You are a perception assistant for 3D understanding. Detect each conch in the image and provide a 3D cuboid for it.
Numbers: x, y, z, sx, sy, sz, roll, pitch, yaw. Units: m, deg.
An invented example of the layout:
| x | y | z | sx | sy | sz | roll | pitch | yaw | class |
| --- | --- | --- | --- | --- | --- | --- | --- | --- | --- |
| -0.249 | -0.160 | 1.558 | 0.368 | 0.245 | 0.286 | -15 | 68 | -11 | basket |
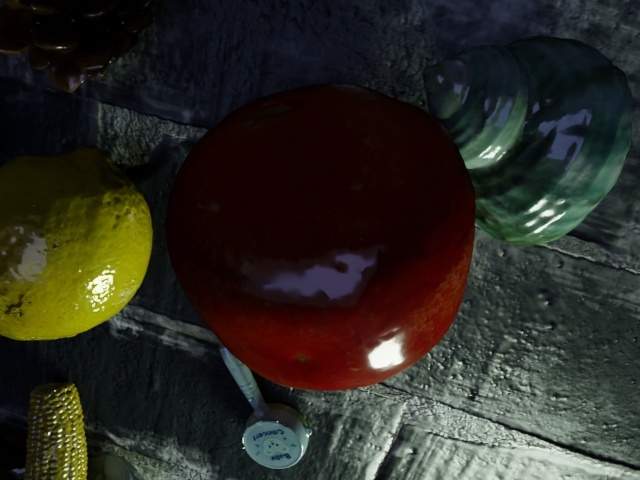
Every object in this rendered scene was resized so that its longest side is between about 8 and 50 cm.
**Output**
| x | y | z | sx | sy | sz | roll | pitch | yaw | class |
| --- | --- | --- | --- | --- | --- | --- | --- | --- | --- |
| 0.222 | -0.118 | 0.474 | 0.277 | 0.195 | 0.220 | 28 | 144 | -28 | conch |

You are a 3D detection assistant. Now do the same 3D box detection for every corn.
| x | y | z | sx | sy | sz | roll | pitch | yaw | class |
| --- | --- | --- | --- | --- | --- | --- | --- | --- | --- |
| -0.481 | 0.419 | 0.760 | 0.102 | 0.101 | 0.309 | -1 | 83 | 9 | corn |

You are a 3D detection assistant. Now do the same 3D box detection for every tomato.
| x | y | z | sx | sy | sz | roll | pitch | yaw | class |
| --- | --- | --- | --- | --- | --- | --- | --- | --- | --- |
| 0.000 | 0.000 | 0.471 | 0.326 | 0.289 | 0.292 | 6 | 137 | 9 | tomato |

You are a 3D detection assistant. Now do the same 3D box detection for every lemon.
| x | y | z | sx | sy | sz | roll | pitch | yaw | class |
| --- | --- | --- | --- | --- | --- | --- | --- | --- | --- |
| -0.355 | 0.011 | 0.565 | 0.236 | 0.235 | 0.263 | 21 | 131 | 1 | lemon |

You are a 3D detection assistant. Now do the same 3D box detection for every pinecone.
| x | y | z | sx | sy | sz | roll | pitch | yaw | class |
| --- | --- | --- | --- | --- | --- | --- | --- | --- | --- |
| -0.290 | -0.300 | 0.463 | 0.203 | 0.201 | 0.228 | 28 | 87 | -17 | pinecone |

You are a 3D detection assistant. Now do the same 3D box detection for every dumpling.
| x | y | z | sx | sy | sz | roll | pitch | yaw | class |
| --- | --- | --- | --- | --- | --- | --- | --- | --- | --- |
| -0.426 | 0.516 | 0.820 | 0.219 | 0.108 | 0.152 | -35 | 102 | 16 | dumpling |

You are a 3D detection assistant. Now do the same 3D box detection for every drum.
| x | y | z | sx | sy | sz | roll | pitch | yaw | class |
| --- | --- | --- | --- | --- | --- | --- | --- | --- | --- |
| -0.088 | 0.284 | 0.717 | 0.130 | 0.049 | 0.252 | -5 | 109 | 10 | drum |

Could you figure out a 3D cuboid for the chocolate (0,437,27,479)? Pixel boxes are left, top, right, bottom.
| x | y | z | sx | sy | sz | roll | pitch | yaw | class |
| --- | --- | --- | --- | --- | --- | --- | --- | --- | --- |
| -0.684 | 0.578 | 0.771 | 0.315 | 0.297 | 0.325 | 20 | 112 | 6 | chocolate |
